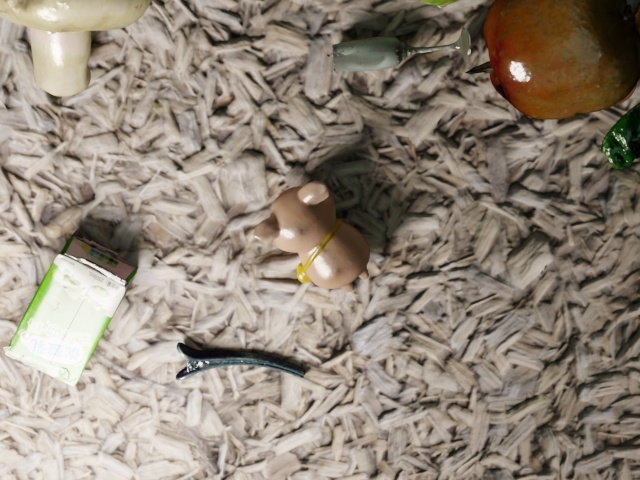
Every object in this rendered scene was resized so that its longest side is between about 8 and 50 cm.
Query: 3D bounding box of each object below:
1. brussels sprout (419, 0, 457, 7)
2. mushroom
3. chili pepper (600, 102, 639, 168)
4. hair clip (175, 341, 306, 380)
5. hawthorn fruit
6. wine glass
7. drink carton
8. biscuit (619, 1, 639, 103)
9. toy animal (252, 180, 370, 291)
[{"bbox_3d":[0.199,-0.492,1.506,0.122,0.151,0.149,-2,139,29],"label":"brussels sprout"},{"bbox_3d":[-0.433,-0.449,1.442,0.315,0.356,0.315,0,82,1],"label":"mushroom"},{"bbox_3d":[0.644,-0.227,1.631,0.224,0.061,0.098,-36,98,12],"label":"chili pepper"},{"bbox_3d":[-0.167,0.261,1.787,0.275,0.048,0.083,3,104,-3],"label":"hair clip"},{"bbox_3d":[0.402,-0.343,1.491,0.301,0.268,0.267,-12,109,24],"label":"hawthorn fruit"},{"bbox_3d":[0.143,-0.353,1.579,0.262,0.074,0.074,-5,108,2],"label":"wine glass"},{"bbox_3d":[-0.503,0.139,1.708,0.161,0.108,0.271,28,105,-10],"label":"drink carton"},{"bbox_3d":[0.602,-0.368,1.597,0.165,0.036,0.250,32,101,-10],"label":"biscuit"},{"bbox_3d":[-0.002,0.002,1.659,0.165,0.149,0.248,-46,115,-3],"label":"toy animal"}]
